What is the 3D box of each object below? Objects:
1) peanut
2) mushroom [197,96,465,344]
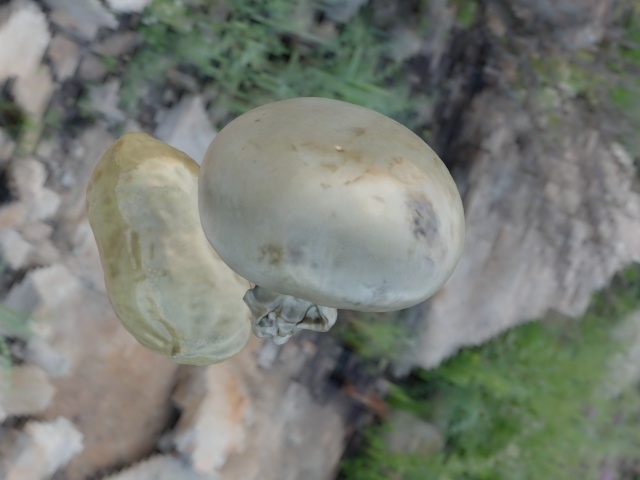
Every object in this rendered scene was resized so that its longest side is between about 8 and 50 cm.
[{"bbox_3d":[-0.139,0.012,1.684,0.129,0.129,0.224,-28,97,-38],"label":"peanut"},{"bbox_3d":[0.000,0.000,0.583,0.085,0.085,0.079,-13,131,-45],"label":"mushroom"}]
